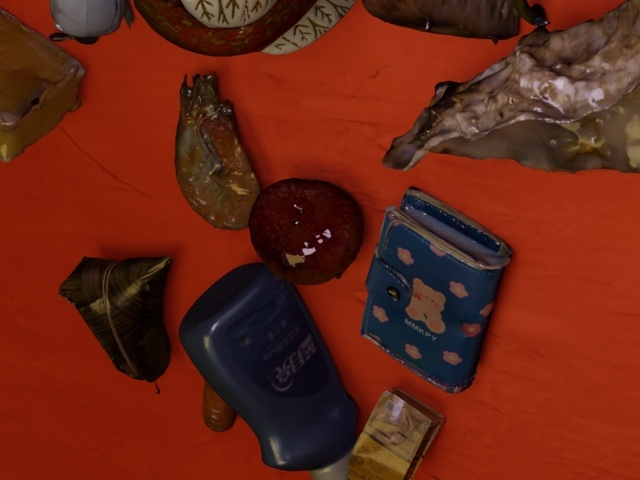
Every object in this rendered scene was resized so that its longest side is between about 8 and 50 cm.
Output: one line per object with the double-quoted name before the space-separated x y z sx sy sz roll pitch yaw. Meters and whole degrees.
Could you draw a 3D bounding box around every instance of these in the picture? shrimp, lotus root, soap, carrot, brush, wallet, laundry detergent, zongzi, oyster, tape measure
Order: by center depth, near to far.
"lotus root" 0.092 -0.248 1.277 0.074 0.170 0.261 16 130 31
"oyster" 0.225 -0.119 1.299 0.204 0.111 0.396 12 160 -32
"tape measure" -0.224 -0.243 1.560 0.084 0.164 0.330 6 162 -5
"wallet" 0.110 0.053 1.635 0.141 0.059 0.202 34 144 20
"shrimp" -0.108 -0.095 1.726 0.115 0.051 0.217 22 138 21
"brush" -0.274 -0.227 1.802 0.083 0.008 0.024 4 131 43
"laundry detergent" -0.036 0.170 1.836 0.094 0.143 0.290 -9 121 47
"soap" -0.392 -0.200 1.841 0.233 0.135 0.076 33 143 19
"zongzi" -0.204 0.098 1.998 0.184 0.084 0.187 -10 125 39
"carrot" -0.124 0.166 2.004 0.047 0.047 0.191 28 139 24

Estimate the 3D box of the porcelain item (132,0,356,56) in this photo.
"porcelain item" -0.057 -0.281 1.383 0.253 0.253 0.253 27 141 25

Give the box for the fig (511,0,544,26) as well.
"fig" 0.176 -0.228 1.260 0.124 0.124 0.236 42 159 6

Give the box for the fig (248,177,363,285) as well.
"fig" 0.004 -0.007 1.676 0.119 0.153 0.119 -9 77 41

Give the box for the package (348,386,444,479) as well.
"package" 0.077 0.233 1.805 0.071 0.047 0.131 33 108 17
